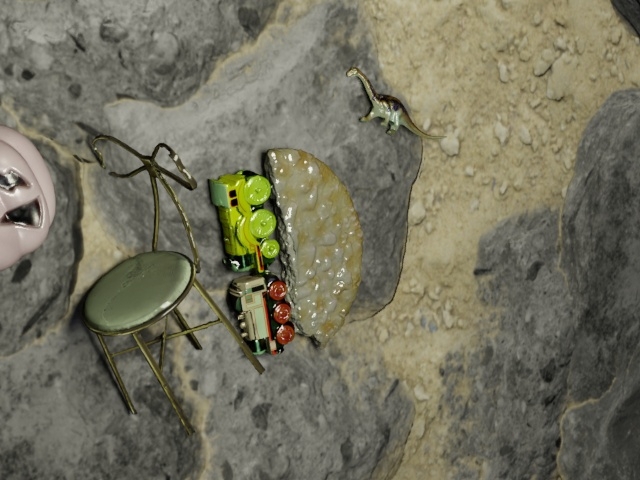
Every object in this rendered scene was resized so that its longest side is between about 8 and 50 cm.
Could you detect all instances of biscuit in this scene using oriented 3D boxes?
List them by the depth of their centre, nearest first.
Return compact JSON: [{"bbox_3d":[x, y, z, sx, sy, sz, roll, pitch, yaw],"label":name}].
[{"bbox_3d":[-0.001,0.000,2.004,0.141,0.038,0.290,-24,113,-36],"label":"biscuit"}]

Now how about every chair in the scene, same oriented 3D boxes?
[{"bbox_3d":[-0.206,0.054,1.772,0.170,0.159,0.326,-42,126,-28],"label":"chair"}]

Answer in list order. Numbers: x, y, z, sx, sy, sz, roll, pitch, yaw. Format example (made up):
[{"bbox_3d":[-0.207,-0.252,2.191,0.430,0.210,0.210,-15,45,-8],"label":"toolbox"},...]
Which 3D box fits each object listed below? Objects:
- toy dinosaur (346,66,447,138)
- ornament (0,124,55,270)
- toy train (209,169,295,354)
[{"bbox_3d":[0.096,-0.168,2.058,0.180,0.037,0.058,35,79,-37],"label":"toy dinosaur"},{"bbox_3d":[-0.369,-0.036,1.606,0.177,0.177,0.178,-8,102,-39],"label":"ornament"},{"bbox_3d":[-0.086,0.033,1.933,0.085,0.053,0.250,-19,110,-28],"label":"toy train"}]
